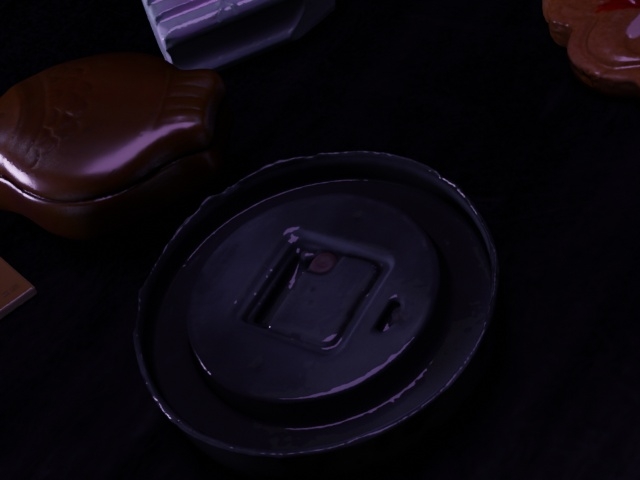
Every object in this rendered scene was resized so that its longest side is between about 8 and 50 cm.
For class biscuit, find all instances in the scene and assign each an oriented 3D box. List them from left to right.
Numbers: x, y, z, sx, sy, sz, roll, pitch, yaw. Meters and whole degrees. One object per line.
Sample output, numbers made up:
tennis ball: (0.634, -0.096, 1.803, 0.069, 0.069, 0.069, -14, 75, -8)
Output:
biscuit: (0.358, -0.207, 1.316, 0.202, 0.047, 0.334, -33, 44, -15)

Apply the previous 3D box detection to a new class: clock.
clock: (-0.002, 0.059, 1.123, 0.325, 0.067, 0.325, -10, 49, 11)

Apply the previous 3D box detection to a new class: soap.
soap: (-0.087, -0.285, 1.521, 0.231, 0.091, 0.145, -22, 45, -5)

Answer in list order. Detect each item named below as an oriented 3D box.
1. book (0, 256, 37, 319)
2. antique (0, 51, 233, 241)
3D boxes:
book: (-0.380, 0.047, 1.328, 0.118, 0.012, 0.172, -37, 45, -20)
antique: (-0.224, -0.094, 1.336, 0.278, 0.129, 0.223, -9, 43, 10)
